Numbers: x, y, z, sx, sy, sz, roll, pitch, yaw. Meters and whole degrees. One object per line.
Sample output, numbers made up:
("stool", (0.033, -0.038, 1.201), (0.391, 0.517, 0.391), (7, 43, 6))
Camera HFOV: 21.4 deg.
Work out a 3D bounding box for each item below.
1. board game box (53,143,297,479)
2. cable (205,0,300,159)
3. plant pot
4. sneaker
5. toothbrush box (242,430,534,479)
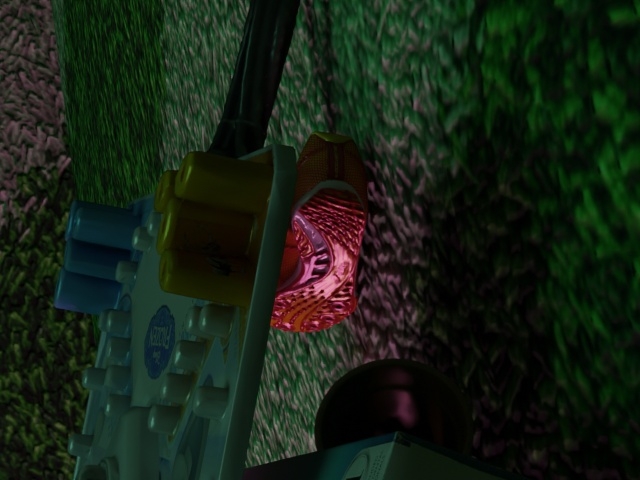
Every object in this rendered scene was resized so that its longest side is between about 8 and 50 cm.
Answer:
("board game box", (-0.118, 0.154, 0.882), (0.390, 0.050, 0.390), (171, 111, -73))
("cable", (-0.039, -0.043, 1.066), (0.139, 0.072, 0.287), (79, -152, -65))
("plant pot", (0.040, 0.119, 0.917), (0.079, 0.083, 0.083), (84, 171, -58))
("sneaker", (0.000, 0.000, 1.065), (0.175, 0.064, 0.067), (113, 165, -51))
("toothbrush box", (0.009, 0.215, 0.763), (0.295, 0.126, 0.216), (147, 142, -71))
